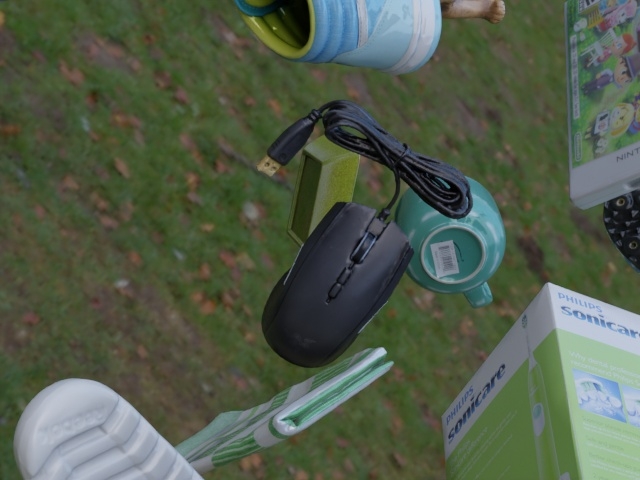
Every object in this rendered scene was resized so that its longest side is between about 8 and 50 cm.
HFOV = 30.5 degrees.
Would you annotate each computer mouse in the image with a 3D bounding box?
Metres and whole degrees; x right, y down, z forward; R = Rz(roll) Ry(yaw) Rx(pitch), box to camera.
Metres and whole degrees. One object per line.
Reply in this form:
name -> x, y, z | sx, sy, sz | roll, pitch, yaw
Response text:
computer mouse -> 0.000, 0.000, 1.104 | 0.184, 0.262, 0.060 | 38, 21, -5

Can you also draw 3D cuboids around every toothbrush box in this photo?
toothbrush box -> 0.209, 0.214, 1.014 | 0.122, 0.206, 0.283 | 18, 39, -15

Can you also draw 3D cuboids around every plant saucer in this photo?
plant saucer -> -0.004, -0.057, 1.707 | 0.045, 0.188, 0.188 | 9, 11, -15

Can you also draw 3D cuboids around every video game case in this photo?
video game case -> 0.283, -0.149, 0.953 | 0.023, 0.193, 0.212 | 28, 54, -35

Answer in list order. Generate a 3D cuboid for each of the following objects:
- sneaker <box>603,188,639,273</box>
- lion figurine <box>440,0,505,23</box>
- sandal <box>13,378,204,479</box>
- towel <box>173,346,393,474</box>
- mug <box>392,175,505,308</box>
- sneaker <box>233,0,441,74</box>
sneaker -> 0.374, 0.032, 1.136 | 0.237, 0.085, 0.086 | 36, -5, 17
lion figurine -> 0.086, -0.345, 1.578 | 0.240, 0.392, 0.142 | -1, 86, -32
sandal -> -0.181, 0.301, 1.219 | 0.169, 0.102, 0.416 | -37, 119, -27
towel -> -0.088, 0.233, 1.491 | 0.248, 0.325, 0.038 | -28, 91, -51
mug -> 0.162, 0.004, 1.373 | 0.157, 0.129, 0.097 | 28, 21, -10
sneaker -> -0.007, -0.316, 1.140 | 0.208, 0.127, 0.319 | -9, 80, -38
